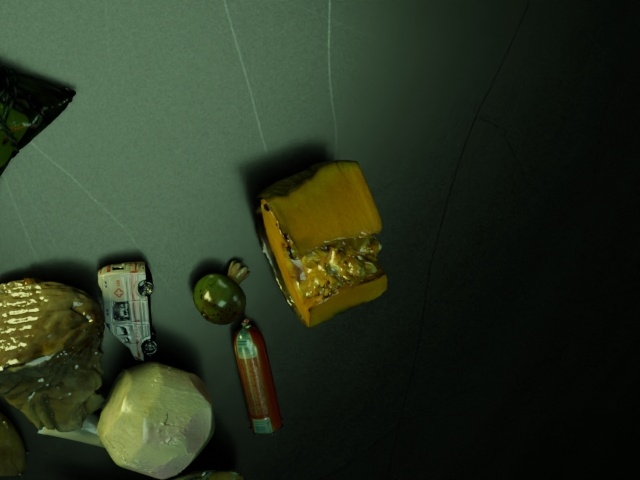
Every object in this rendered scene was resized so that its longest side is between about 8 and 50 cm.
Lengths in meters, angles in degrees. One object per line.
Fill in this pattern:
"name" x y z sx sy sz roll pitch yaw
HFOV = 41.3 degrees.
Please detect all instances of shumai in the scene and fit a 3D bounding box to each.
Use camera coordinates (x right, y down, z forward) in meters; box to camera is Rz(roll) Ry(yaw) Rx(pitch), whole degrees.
"shumai" -0.562 0.234 1.701 0.346 0.217 0.283 -24 141 3

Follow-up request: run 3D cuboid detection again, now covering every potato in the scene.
"potato" -0.689 0.396 1.703 0.243 0.098 0.138 13 87 -33

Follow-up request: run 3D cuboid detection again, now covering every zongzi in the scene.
"zongzi" -0.679 -0.173 1.496 0.384 0.319 0.362 21 96 -38

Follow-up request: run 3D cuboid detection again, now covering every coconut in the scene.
"coconut" -0.326 0.370 1.739 0.230 0.227 0.227 26 97 -24

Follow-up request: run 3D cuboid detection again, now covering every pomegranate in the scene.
"pomegranate" -0.199 0.108 1.772 0.114 0.114 0.142 45 65 -22

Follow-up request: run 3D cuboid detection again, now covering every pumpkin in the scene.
"pumpkin" 0.000 0.000 1.712 0.226 0.256 0.303 -18 133 -14

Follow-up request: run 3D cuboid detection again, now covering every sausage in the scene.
"sausage" -0.139 0.292 1.851 0.083 0.083 0.263 -13 107 -11

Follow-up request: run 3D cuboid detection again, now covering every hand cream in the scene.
"hand cream" -0.494 0.397 1.800 0.186 0.054 0.087 22 90 -13

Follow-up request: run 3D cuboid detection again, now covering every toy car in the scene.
"toy car" -0.392 0.148 1.733 0.108 0.089 0.209 -5 105 -13

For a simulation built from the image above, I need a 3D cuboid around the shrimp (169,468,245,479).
"shrimp" -0.353 0.561 1.762 0.445 0.085 0.272 -4 146 -35
